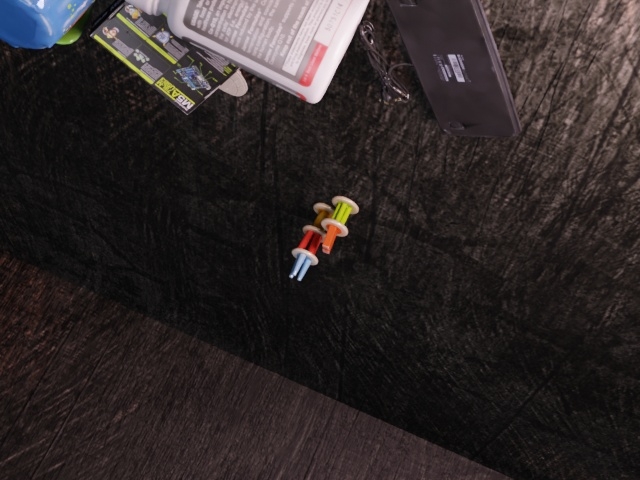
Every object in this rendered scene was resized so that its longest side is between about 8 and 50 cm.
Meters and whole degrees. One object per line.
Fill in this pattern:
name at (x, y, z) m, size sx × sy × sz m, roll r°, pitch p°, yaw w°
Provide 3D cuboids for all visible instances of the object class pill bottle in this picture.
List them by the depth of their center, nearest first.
pill bottle at (-0.095, -0.307, 1.456) m, size 0.283 × 0.161 × 0.161 m, roll 27°, pitch 158°, yaw -2°

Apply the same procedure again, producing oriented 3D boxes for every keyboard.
keyboard at (0.148, -0.242, 1.519) m, size 0.201 × 0.033 × 0.317 m, roll 6°, pitch 151°, yaw 26°

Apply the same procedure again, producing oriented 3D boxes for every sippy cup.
sippy cup at (-0.372, -0.383, 1.497) m, size 0.240 × 0.224 × 0.305 m, roll 3°, pitch 148°, yaw 42°

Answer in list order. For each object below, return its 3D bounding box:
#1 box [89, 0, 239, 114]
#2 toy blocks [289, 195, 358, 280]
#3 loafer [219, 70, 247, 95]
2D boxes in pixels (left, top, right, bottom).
box at (-0.196, -0.297, 1.614) m, size 0.184 × 0.045 × 0.190 m, roll -36°, pitch 122°, yaw 27°
toy blocks at (0.000, 0.000, 2.049) m, size 0.054 × 0.148 × 0.123 m, roll 34°, pitch 157°, yaw -21°
loafer at (-0.162, -0.275, 1.771) m, size 0.125 × 0.039 × 0.045 m, roll 35°, pitch 123°, yaw -29°
